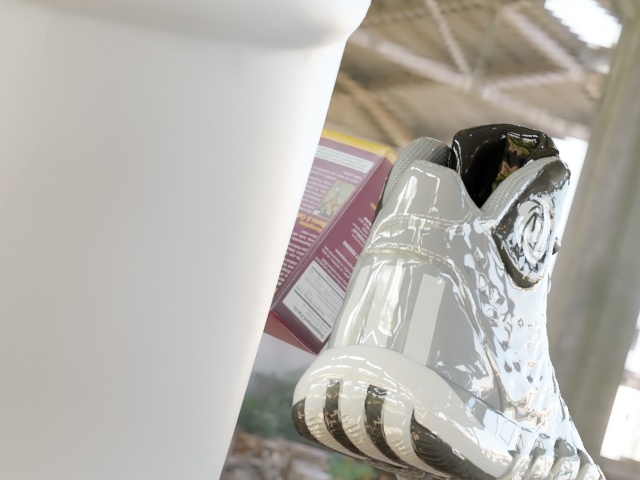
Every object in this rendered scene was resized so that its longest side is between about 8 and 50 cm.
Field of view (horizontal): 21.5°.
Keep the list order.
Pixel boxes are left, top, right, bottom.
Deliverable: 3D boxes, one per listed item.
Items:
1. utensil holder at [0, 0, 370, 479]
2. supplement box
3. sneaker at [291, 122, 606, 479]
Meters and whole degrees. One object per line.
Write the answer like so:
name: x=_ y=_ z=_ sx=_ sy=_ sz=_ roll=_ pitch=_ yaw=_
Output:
utensil holder: x=-0.178 y=0.000 z=0.859 sx=0.327 sy=0.385 sz=0.327 roll=15 pitch=16 yaw=-4
supplement box: x=0.000 y=0.000 z=1.548 sx=0.104 sy=0.188 sz=0.081 roll=21 pitch=-20 yaw=51
sneaker: x=0.069 y=0.030 z=0.610 sx=0.086 sy=0.132 sz=0.228 roll=11 pitch=-12 yaw=21
